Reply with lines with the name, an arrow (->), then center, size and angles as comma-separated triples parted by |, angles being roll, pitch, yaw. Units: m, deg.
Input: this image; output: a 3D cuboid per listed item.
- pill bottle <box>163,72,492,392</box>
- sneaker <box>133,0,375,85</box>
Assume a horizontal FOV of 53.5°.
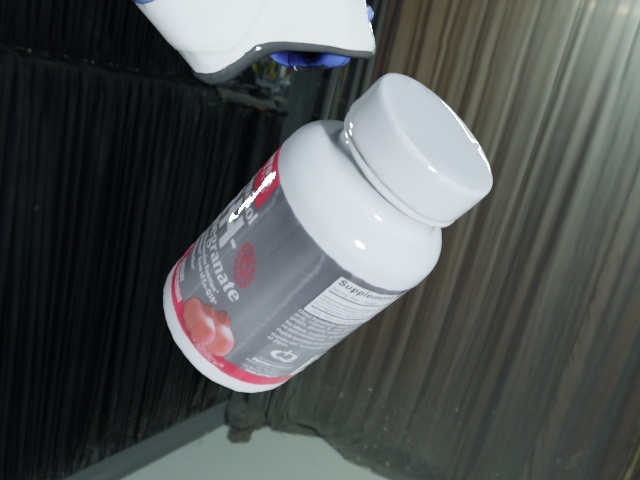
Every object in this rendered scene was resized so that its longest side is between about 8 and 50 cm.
pill bottle -> 0.000, 0.000, 0.603 | 0.176, 0.318, 0.176 | 29, 38, -26
sneaker -> -0.018, -0.220, 0.426 | 0.127, 0.316, 0.182 | 17, -26, 38
